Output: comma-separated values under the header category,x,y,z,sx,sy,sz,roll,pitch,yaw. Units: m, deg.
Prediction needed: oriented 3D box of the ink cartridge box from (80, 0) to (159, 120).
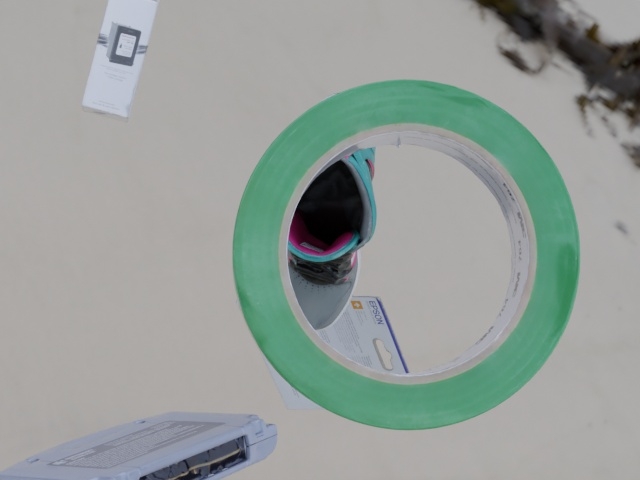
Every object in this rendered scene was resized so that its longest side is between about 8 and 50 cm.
category,x,y,z,sx,sy,sz,roll,pitch,yaw
ink cartridge box,-0.239,-0.238,1.575,0.060,0.180,0.104,14,0,-10

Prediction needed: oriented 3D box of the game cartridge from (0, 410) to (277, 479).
category,x,y,z,sx,sy,sz,roll,pitch,yaw
game cartridge,-0.211,0.252,1.476,0.196,0.060,0.294,1,8,36

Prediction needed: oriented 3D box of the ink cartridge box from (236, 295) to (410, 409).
category,x,y,z,sx,sy,sz,roll,pitch,yaw
ink cartridge box,0.020,0.149,1.839,0.224,0.223,0.045,-3,38,26

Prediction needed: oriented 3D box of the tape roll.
category,x,y,z,sx,sy,sz,roll,pitch,yaw
tape roll,0.077,0.014,1.219,0.321,0.321,0.077,27,-5,-2

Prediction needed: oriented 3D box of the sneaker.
category,x,y,z,sx,sy,sz,roll,pitch,yaw
sneaker,0.000,0.000,1.455,0.124,0.295,0.178,11,26,6
